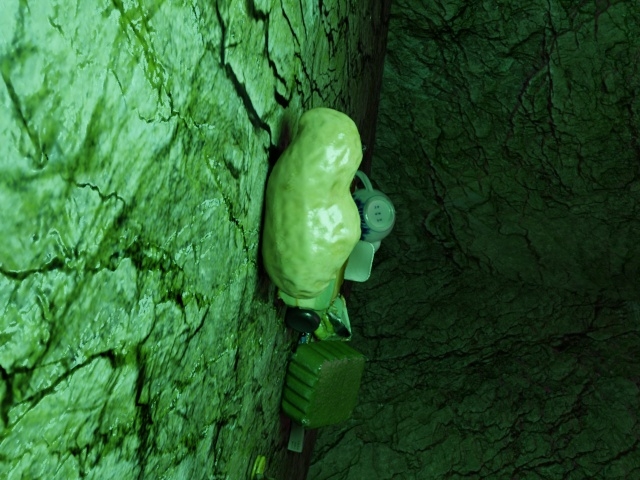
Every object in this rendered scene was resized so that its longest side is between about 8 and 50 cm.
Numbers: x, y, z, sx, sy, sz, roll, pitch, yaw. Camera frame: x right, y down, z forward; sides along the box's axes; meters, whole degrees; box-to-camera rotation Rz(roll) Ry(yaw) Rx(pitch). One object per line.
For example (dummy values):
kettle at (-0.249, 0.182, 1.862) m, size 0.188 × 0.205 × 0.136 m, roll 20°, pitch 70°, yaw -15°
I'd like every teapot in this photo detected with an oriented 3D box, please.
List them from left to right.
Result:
teapot at (0.197, -0.110, 2.549) m, size 0.280 × 0.252 × 0.423 m, roll -8°, pitch -85°, yaw 63°

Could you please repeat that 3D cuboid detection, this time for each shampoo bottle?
shampoo bottle at (-0.022, 0.131, 1.645) m, size 0.101 × 0.101 × 0.283 m, roll 92°, pitch 11°, yaw -48°

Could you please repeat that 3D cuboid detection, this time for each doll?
doll at (-0.053, 0.371, 1.884) m, size 0.096 × 0.070 × 0.195 m, roll 36°, pitch 56°, yaw -66°

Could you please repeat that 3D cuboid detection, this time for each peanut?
peanut at (-0.013, -0.062, 1.091) m, size 0.169 × 0.192 × 0.387 m, roll -42°, pitch 143°, yaw -65°

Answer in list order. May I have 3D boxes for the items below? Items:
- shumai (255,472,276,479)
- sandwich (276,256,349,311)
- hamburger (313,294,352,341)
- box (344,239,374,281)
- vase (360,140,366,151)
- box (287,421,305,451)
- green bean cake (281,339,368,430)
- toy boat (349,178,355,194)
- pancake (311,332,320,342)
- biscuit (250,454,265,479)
shumai at (-0.141, 0.697, 1.452) m, size 0.184 × 0.218 × 0.185 m, roll -18°, pitch 79°, yaw -54°
sandwich at (-0.015, 0.019, 1.344) m, size 0.198 × 0.155 × 0.227 m, roll 88°, pitch 14°, yaw -51°
hamburger at (0.019, 0.241, 1.911) m, size 0.235 × 0.125 × 0.214 m, roll 31°, pitch 33°, yaw -62°
box at (0.083, 0.063, 1.982) m, size 0.090 × 0.201 × 0.144 m, roll 45°, pitch 55°, yaw -86°
vase at (0.166, -0.412, 2.481) m, size 0.167 × 0.059 × 0.059 m, roll -49°, pitch 149°, yaw -75°
box at (-0.057, 0.675, 2.305) m, size 0.353 × 0.069 × 0.214 m, roll -46°, pitch 146°, yaw -74°
green bean cake at (0.007, 0.458, 1.804) m, size 0.247 × 0.156 × 0.249 m, roll 3°, pitch 105°, yaw -45°
toy boat at (0.032, -0.166, 1.639) m, size 0.079 × 0.136 × 0.392 m, roll -49°, pitch -176°, yaw 19°
pancake at (-0.035, 0.411, 2.096) m, size 0.356 × 0.065 × 0.356 m, roll 12°, pitch 90°, yaw -87°
biscuit at (-0.170, 0.624, 1.514) m, size 0.084 × 0.023 × 0.084 m, roll 12°, pitch 90°, yaw -83°
